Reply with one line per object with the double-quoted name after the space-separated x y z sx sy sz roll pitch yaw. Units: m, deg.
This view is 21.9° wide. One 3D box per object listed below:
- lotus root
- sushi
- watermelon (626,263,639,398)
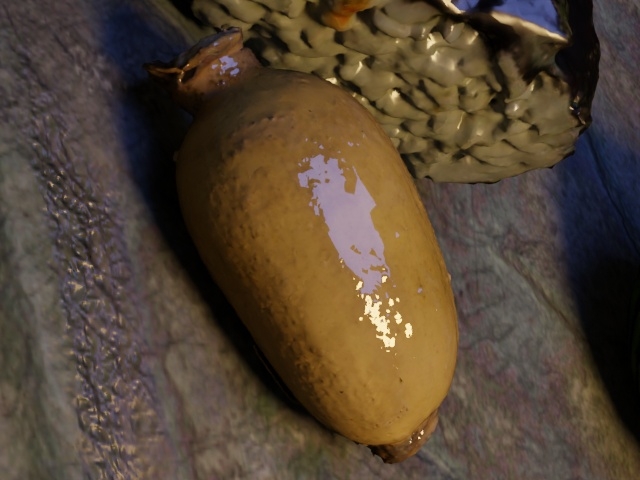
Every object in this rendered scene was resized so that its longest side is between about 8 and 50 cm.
0.000 0.000 1.051 0.303 0.130 0.146 62 33 -6 "lotus root"
0.057 -0.182 1.176 0.350 0.211 0.171 30 54 -29 "sushi"
0.368 0.105 1.443 0.331 0.189 0.331 54 26 -41 "watermelon"
